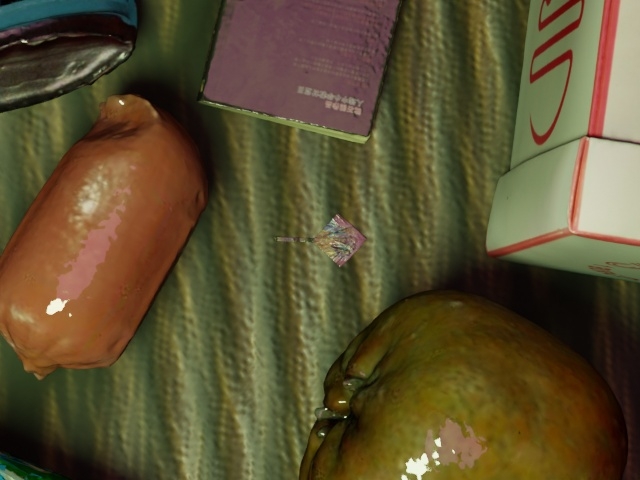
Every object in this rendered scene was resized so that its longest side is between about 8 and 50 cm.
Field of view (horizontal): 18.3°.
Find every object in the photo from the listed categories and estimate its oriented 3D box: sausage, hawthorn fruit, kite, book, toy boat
[{"bbox_3d":[-0.186,0.001,1.686,0.148,0.148,0.254,33,84,-3],"label":"sausage"},{"bbox_3d":[0.136,0.197,1.655,0.301,0.268,0.267,25,85,-6],"label":"hawthorn fruit"},{"bbox_3d":[0.002,-0.006,1.774,0.078,0.002,0.044,22,85,-5],"label":"kite"},{"bbox_3d":[-0.007,-0.215,1.773,0.160,0.024,0.228,13,86,-4],"label":"book"},{"bbox_3d":[-0.265,-0.172,1.720,0.223,0.100,0.097,-17,53,-12],"label":"toy boat"}]

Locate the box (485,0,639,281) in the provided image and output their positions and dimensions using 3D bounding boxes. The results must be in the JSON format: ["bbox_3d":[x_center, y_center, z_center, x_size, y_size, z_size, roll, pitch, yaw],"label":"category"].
[{"bbox_3d":[0.338,-0.112,1.659,0.314,0.312,0.300,9,84,-6],"label":"box"}]

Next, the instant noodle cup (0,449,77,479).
[{"bbox_3d":[-0.267,0.277,1.631,0.178,0.240,0.240,17,85,-12],"label":"instant noodle cup"}]
